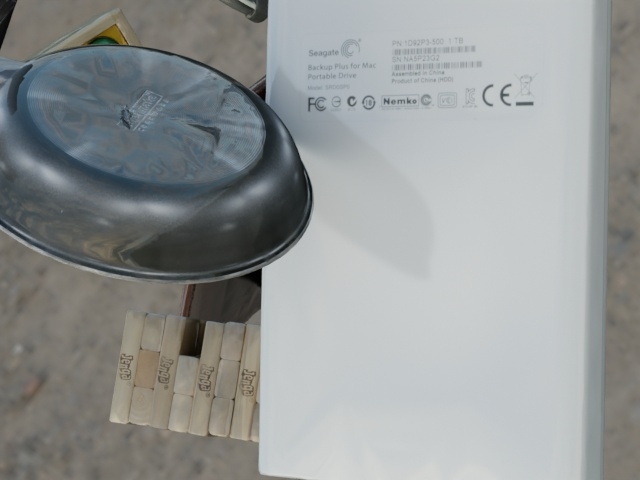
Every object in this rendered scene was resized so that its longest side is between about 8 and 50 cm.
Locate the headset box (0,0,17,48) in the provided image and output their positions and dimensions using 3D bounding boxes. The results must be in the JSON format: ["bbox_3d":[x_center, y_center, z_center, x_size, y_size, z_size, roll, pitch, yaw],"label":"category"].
[{"bbox_3d":[-0.449,-0.195,1.782,0.246,0.131,0.283,44,126,27],"label":"headset box"}]

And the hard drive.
[{"bbox_3d":[0.061,-0.016,1.005,0.203,0.040,0.307,1,91,30],"label":"hard drive"}]

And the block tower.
[{"bbox_3d":[0.014,0.116,1.360,0.335,0.091,0.097,8,87,22],"label":"block tower"}]

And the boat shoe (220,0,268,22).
[{"bbox_3d":[-0.120,-0.211,1.197,0.233,0.084,0.079,24,108,27],"label":"boat shoe"}]

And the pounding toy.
[{"bbox_3d":[-0.233,-0.099,1.824,0.181,0.206,0.094,-35,14,-19],"label":"pounding toy"}]

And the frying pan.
[{"bbox_3d":[-0.144,-0.082,0.994,0.197,0.326,0.053,-27,-36,-44],"label":"frying pan"}]

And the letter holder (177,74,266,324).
[{"bbox_3d":[0.000,0.000,1.544,0.214,0.152,0.302,-40,-28,-50],"label":"letter holder"}]
